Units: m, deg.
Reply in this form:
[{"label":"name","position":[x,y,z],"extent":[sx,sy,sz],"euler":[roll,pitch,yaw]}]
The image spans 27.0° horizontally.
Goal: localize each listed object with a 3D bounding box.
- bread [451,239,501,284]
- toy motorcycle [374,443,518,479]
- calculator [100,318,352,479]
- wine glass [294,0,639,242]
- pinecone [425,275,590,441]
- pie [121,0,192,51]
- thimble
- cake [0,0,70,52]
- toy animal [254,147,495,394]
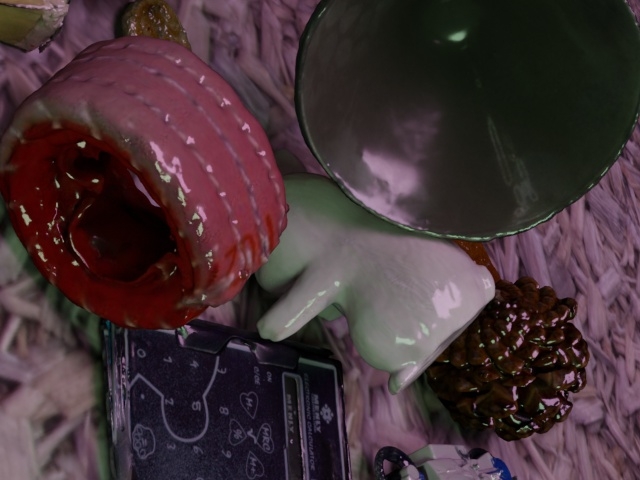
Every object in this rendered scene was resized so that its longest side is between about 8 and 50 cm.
[{"label":"bread","position":[0.145,0.028,1.375],"extent":[0.094,0.035,0.090],"euler":[60,35,-13]},{"label":"toy motorcycle","position":[0.129,0.252,1.182],"extent":[0.221,0.102,0.150],"euler":[11,52,-51]},{"label":"calculator","position":[-0.064,0.147,1.027],"extent":[0.274,0.028,0.166],"euler":[18,58,-49]},{"label":"wine glass","position":[0.106,-0.217,1.156],"extent":[0.267,0.267,0.406],"euler":[49,19,-27]},{"label":"pinecone","position":[0.180,0.120,1.281],"extent":[0.173,0.173,0.174],"euler":[30,50,-43]},{"label":"pie","position":[-0.135,-0.163,1.099],"extent":[0.084,0.021,0.084],"euler":[36,44,-45]},{"label":"thimble","position":[-0.125,-0.040,0.919],"extent":[0.189,0.163,0.125],"euler":[54,37,-13]},{"label":"cake","position":[-0.245,-0.175,0.946],"extent":[0.121,0.065,0.052],"euler":[8,65,-28]},{"label":"toy animal","position":[-0.001,0.016,1.111],"extent":[0.282,0.138,0.140],"euler":[30,8,13]}]
